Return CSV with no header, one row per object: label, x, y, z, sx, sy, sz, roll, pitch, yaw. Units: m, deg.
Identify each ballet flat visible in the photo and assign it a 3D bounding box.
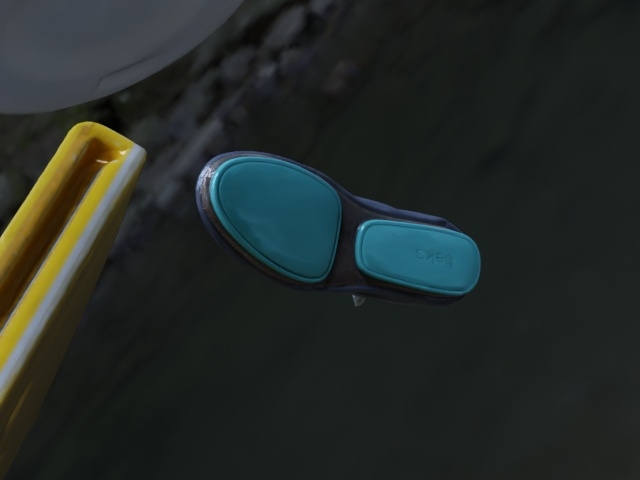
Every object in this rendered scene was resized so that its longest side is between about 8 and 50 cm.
ballet flat,0.000,0.000,0.942,0.074,0.203,0.074,-26,57,47

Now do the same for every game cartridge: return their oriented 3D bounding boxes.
game cartridge,-0.213,0.124,0.956,0.323,0.053,0.285,-58,6,48

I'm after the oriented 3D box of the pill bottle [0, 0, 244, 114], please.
pill bottle,-0.142,-0.198,0.653,0.152,0.272,0.152,-27,-19,-10
